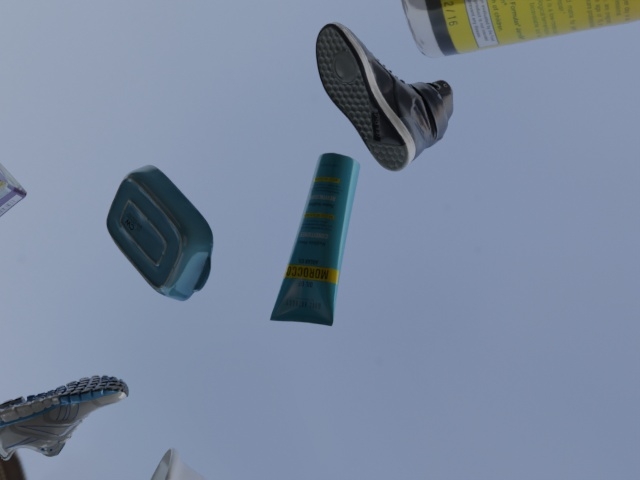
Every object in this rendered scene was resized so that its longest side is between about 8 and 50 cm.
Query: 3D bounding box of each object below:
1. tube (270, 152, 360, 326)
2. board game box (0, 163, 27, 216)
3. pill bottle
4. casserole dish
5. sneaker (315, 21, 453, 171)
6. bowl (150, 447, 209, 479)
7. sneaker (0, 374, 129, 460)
[{"bbox_3d":[0.000,0.000,1.199,0.080,0.052,0.207,2,-111,31],"label":"tube"},{"bbox_3d":[-0.335,0.061,0.607,0.347,0.208,0.056,-42,-82,-8],"label":"board game box"},{"bbox_3d":[0.086,-0.104,0.349,0.116,0.065,0.065,-8,-119,17],"label":"pill bottle"},{"bbox_3d":[-0.195,-0.010,1.200,0.188,0.037,0.114,45,-61,34],"label":"casserole dish"},{"bbox_3d":[0.097,-0.224,1.462,0.163,0.086,0.226,-34,-84,-43],"label":"sneaker"},{"bbox_3d":[-0.182,0.414,1.237,0.134,0.298,0.297,26,-112,-7],"label":"bowl"},{"bbox_3d":[-0.330,0.229,1.301,0.191,0.071,0.082,-17,-82,4],"label":"sneaker"}]
